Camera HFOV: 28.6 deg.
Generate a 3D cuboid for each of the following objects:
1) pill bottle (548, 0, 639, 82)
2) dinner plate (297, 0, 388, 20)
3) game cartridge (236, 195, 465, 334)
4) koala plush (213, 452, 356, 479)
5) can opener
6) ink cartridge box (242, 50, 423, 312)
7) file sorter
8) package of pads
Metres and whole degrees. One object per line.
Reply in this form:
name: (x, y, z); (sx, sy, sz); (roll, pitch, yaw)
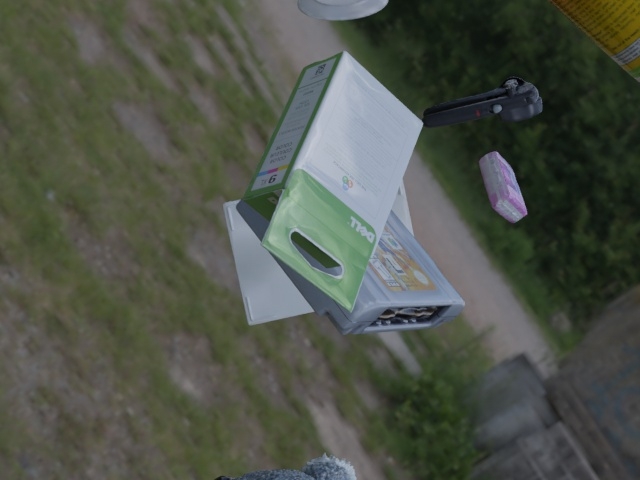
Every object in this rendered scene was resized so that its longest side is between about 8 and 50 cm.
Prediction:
pill bottle: (0.299, -0.292, 1.316); (0.246, 0.136, 0.136); (40, 16, -6)
dinner plate: (0.034, -0.375, 1.931); (0.141, 0.141, 0.017); (-105, -171, -54)
game cartridge: (0.035, 0.009, 1.328); (0.198, 0.062, 0.297); (56, 20, 16)
koala plush: (-0.061, 0.296, 1.161); (0.203, 0.221, 0.196); (44, 23, 15)
can opener: (0.246, -0.203, 1.924); (0.059, 0.186, 0.073); (-75, 153, -67)
ink cartridge box: (0.005, -0.048, 1.081); (0.109, 0.062, 0.209); (39, 57, -29)
file sorter: (0.000, 0.000, 2.000); (0.173, 0.278, 0.192); (-122, -160, -83)
package of pads: (0.229, -0.067, 1.578); (0.050, 0.032, 0.083); (39, 30, -42)
